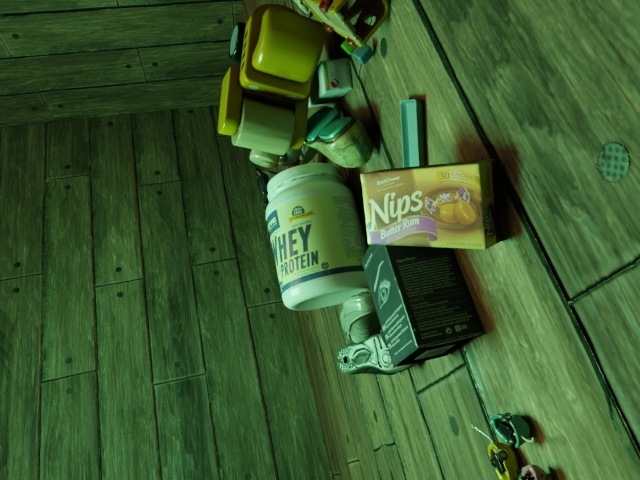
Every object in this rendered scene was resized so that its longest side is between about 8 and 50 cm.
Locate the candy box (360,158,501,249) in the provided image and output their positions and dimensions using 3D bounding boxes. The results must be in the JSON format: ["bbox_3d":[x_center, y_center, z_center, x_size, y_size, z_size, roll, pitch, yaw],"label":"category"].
[{"bbox_3d":[0.145,-0.048,0.646,0.187,0.053,0.109,3,104,43],"label":"candy box"}]

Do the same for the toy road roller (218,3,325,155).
[{"bbox_3d":[-0.106,-0.386,1.099,0.241,0.203,0.329,172,104,-66],"label":"toy road roller"}]

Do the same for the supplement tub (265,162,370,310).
[{"bbox_3d":[-0.008,-0.006,1.191,0.235,0.236,0.324,112,146,-69],"label":"supplement tub"}]

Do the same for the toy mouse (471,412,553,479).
[{"bbox_3d":[0.264,0.281,0.612,0.143,0.031,0.161,91,164,-44],"label":"toy mouse"}]

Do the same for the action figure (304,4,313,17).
[{"bbox_3d":[0.006,-0.589,0.958,0.285,0.099,0.185,125,152,-63],"label":"action figure"}]

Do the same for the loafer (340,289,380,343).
[{"bbox_3d":[0.110,0.190,1.127,0.319,0.112,0.111,90,162,-72],"label":"loafer"}]

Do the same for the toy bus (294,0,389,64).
[{"bbox_3d":[0.040,-0.444,0.866,0.202,0.104,0.191,44,-169,0],"label":"toy bus"}]

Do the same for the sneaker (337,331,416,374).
[{"bbox_3d":[0.152,0.252,1.044,0.227,0.130,0.087,-30,62,48],"label":"sneaker"}]

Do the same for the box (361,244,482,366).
[{"bbox_3d":[0.157,0.086,0.782,0.153,0.108,0.207,104,154,-65],"label":"box"}]

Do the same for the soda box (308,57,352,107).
[{"bbox_3d":[0.015,-0.390,1.181,0.216,0.069,0.073,-156,57,-76],"label":"soda box"}]

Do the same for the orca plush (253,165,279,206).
[{"bbox_3d":[-0.127,-0.132,1.396,0.102,0.151,0.287,-58,-7,10],"label":"orca plush"}]

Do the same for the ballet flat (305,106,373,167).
[{"bbox_3d":[0.039,-0.240,1.122,0.348,0.123,0.123,-123,26,-68],"label":"ballet flat"}]

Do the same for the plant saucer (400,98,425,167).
[{"bbox_3d":[0.160,-0.143,0.806,0.067,0.018,0.192,-133,34,-70],"label":"plant saucer"}]

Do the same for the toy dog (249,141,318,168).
[{"bbox_3d":[-0.058,-0.254,1.391,0.334,0.161,0.220,-8,-72,-61],"label":"toy dog"}]
